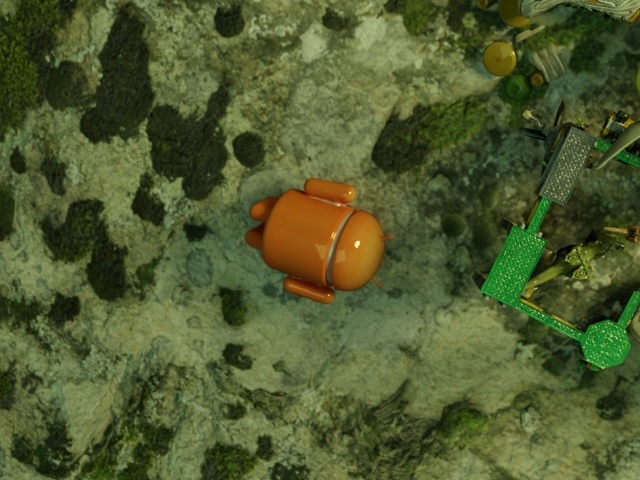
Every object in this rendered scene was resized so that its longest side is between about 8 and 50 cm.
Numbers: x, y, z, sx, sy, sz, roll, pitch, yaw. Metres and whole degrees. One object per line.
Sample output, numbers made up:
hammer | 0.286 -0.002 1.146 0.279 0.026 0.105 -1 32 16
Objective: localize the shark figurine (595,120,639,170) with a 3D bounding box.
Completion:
shark figurine | 0.478 -0.084 1.404 0.278 0.116 0.166 23 150 -3

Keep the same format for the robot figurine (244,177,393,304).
robot figurine | 0.000 0.002 1.792 0.219 0.128 0.158 18 72 19

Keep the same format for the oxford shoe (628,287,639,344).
oxford shoe | 0.619 0.124 1.542 0.449 0.130 0.169 2 65 26

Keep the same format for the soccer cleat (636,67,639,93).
soccer cleat | 0.485 -0.275 1.441 0.289 0.093 0.121 -38 58 8

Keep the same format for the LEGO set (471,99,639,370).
LEGO set | 0.344 -0.006 1.608 0.254 0.192 0.331 18 95 2

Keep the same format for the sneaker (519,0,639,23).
sneaker | 0.359 -0.310 1.525 0.225 0.088 0.093 -9 107 25

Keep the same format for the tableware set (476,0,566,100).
tableware set | 0.259 -0.268 1.630 0.104 0.024 0.154 -26 97 34
